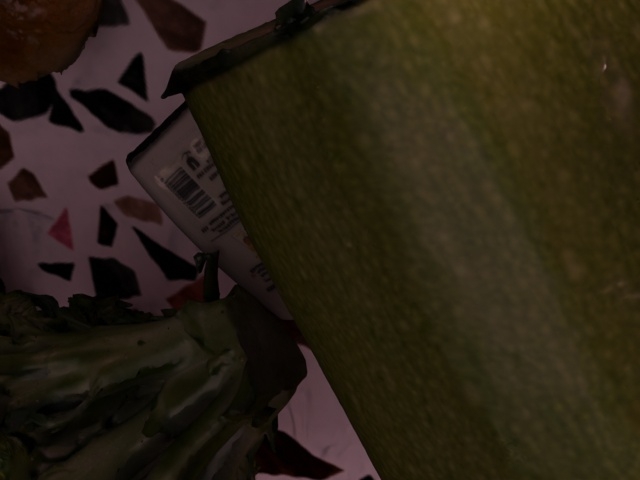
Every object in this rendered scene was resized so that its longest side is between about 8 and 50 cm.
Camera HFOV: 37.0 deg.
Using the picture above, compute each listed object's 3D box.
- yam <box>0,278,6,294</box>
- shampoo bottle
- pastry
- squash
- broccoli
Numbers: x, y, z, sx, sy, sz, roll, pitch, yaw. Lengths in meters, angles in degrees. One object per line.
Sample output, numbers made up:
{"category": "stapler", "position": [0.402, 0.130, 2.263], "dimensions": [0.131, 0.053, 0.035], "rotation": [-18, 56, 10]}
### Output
{"category": "yam", "position": [-0.329, 0.082, 0.836], "dimensions": [0.131, 0.131, 0.279], "rotation": [0, 122, 20]}
{"category": "shampoo bottle", "position": [0.000, 0.000, 0.696], "dimensions": [0.153, 0.071, 0.284], "rotation": [-34, 107, 34]}
{"category": "pastry", "position": [-0.220, -0.180, 0.657], "dimensions": [0.153, 0.081, 0.153], "rotation": [7, 119, 13]}
{"category": "squash", "position": [0.119, 0.017, 0.518], "dimensions": [0.263, 0.263, 0.384], "rotation": [-23, 102, 30]}
{"category": "broccoli", "position": [-0.144, 0.138, 0.703], "dimensions": [0.283, 0.321, 0.304], "rotation": [-37, 91, 21]}
